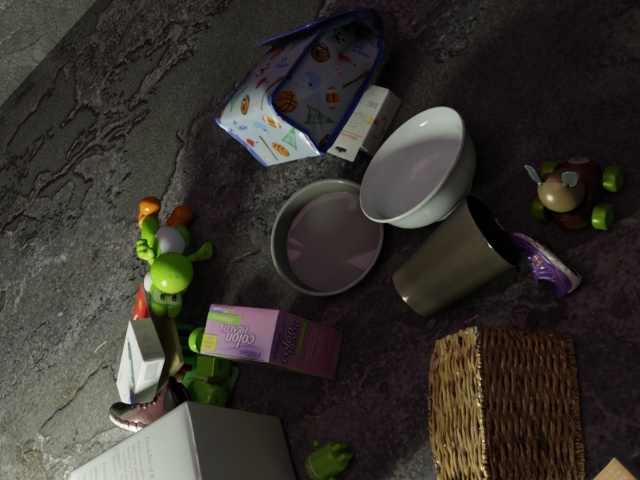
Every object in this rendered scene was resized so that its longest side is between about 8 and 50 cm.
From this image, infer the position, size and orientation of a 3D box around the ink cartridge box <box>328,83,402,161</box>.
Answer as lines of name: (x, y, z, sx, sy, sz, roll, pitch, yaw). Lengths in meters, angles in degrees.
ink cartridge box: (0.104, -0.287, 1.877, 0.115, 0.067, 0.198, 27, 90, 41)

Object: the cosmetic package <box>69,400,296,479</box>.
cosmetic package: (-0.291, 0.605, 1.679, 0.393, 0.329, 0.327, -34, 55, 23)

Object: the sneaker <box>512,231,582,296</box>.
sneaker: (0.436, 0.045, 1.492, 0.071, 0.068, 0.170, -54, 50, 17)

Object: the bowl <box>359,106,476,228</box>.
bowl: (0.236, -0.135, 1.644, 0.298, 0.134, 0.298, -37, 33, 30)

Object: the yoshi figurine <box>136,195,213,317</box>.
yoshi figurine: (-0.409, 0.031, 2.055, 0.203, 0.203, 0.362, -17, 51, 6)

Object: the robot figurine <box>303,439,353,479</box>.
robot figurine: (0.014, 0.487, 1.655, 0.115, 0.067, 0.101, -37, 67, 23)

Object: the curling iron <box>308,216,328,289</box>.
curling iron: (0.000, 0.000, 1.871, 0.068, 0.035, 0.274, 3, 76, 39)

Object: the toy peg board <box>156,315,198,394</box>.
toy peg board: (-0.398, 0.313, 2.049, 0.160, 0.079, 0.161, -52, 43, 33)

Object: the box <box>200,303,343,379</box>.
box: (-0.109, 0.233, 1.732, 0.213, 0.243, 0.117, 1, 74, 39)

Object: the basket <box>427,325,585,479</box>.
basket: (0.345, 0.330, 1.438, 0.213, 0.223, 0.299, 137, 137, -61)

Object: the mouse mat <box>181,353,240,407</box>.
mouse mat: (-0.296, 0.374, 1.983, 0.189, 0.007, 0.152, 20, 86, 42)

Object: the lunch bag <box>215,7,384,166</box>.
lunch bag: (-0.041, -0.407, 1.880, 0.385, 0.239, 0.328, -56, 26, -17)

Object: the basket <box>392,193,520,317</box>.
basket: (0.274, 0.044, 1.566, 0.227, 0.154, 0.204, -42, 30, 25)

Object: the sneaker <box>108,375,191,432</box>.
sneaker: (-0.414, 0.412, 1.904, 0.281, 0.106, 0.162, 12, 96, 30)

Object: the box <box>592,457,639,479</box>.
box: (0.521, 0.469, 1.247, 0.130, 0.091, 0.170, -52, 50, 11)

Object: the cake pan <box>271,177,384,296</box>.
cake pan: (0.021, -0.005, 1.808, 0.293, 0.054, 0.293, -7, 72, 23)

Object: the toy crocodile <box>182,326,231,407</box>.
toy crocodile: (-0.274, 0.333, 1.921, 0.115, 0.105, 0.340, 4, 81, 39)

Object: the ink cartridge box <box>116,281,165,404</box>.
ink cartridge box: (-0.506, 0.306, 2.045, 0.261, 0.066, 0.296, 61, 144, 35)

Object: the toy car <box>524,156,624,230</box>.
toy car: (0.469, -0.110, 1.441, 0.155, 0.188, 0.149, 11, 81, 40)
